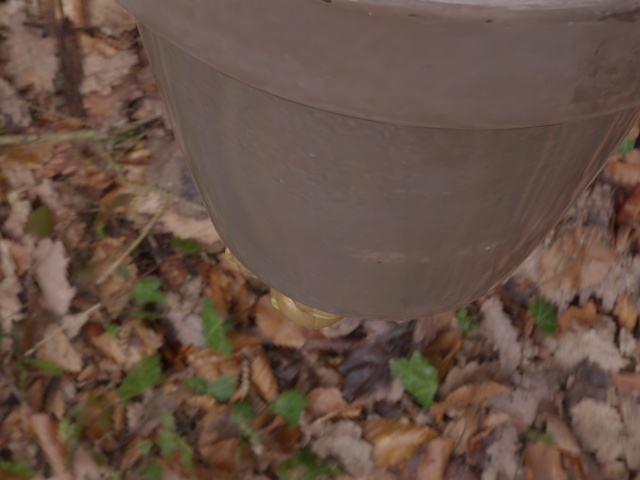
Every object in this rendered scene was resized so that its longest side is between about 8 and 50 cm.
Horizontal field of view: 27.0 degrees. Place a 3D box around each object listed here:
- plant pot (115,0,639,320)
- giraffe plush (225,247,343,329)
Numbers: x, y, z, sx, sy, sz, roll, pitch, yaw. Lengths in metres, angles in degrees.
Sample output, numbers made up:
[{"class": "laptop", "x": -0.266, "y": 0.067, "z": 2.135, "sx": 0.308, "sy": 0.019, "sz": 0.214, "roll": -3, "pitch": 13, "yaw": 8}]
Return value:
[{"class": "plant pot", "x": 0.033, "y": -0.092, "z": 0.493, "sx": 0.263, "sy": 0.263, "sz": 0.229, "roll": 19, "pitch": 142, "yaw": 11}, {"class": "giraffe plush", "x": 0.000, "y": 0.000, "z": 1.109, "sx": 0.181, "sy": 0.210, "sz": 0.170, "roll": 30, "pitch": 142, "yaw": -3}]
